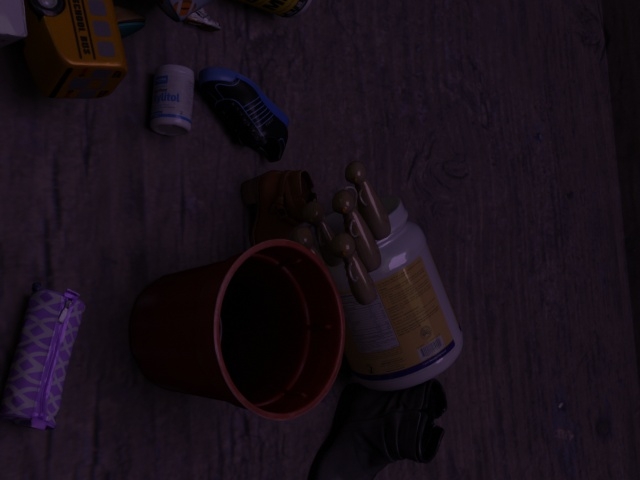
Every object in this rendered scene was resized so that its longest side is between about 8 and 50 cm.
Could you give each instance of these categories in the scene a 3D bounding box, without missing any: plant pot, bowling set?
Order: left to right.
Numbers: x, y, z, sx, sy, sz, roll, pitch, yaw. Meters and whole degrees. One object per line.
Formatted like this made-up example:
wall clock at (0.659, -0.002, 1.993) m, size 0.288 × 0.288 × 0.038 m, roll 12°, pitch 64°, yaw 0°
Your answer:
plant pot at (-0.149, 0.144, 1.488) m, size 0.272 × 0.265 × 0.272 m, roll 8°, pitch 79°, yaw -46°
bowling set at (0.000, 0.000, 1.587) m, size 0.287 × 0.200 × 0.154 m, roll -75°, pitch 145°, yaw -61°

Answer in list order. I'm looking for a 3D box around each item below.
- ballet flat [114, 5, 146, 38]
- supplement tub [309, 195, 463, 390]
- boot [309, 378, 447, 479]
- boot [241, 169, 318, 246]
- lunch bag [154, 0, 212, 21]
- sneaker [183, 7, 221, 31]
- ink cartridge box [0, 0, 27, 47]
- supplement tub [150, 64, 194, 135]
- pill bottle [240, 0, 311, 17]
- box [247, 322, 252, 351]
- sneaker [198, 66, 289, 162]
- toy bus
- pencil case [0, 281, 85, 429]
ballet flat at (-0.371, -0.340, 1.471) m, size 0.232 × 0.080 × 0.073 m, roll -38°, pitch 101°, yaw -47°
supplement tub at (0.122, 0.103, 1.844) m, size 0.241 × 0.241 × 0.331 m, roll -40°, pitch 113°, yaw -46°
boot at (0.112, 0.416, 1.788) m, size 0.118 × 0.223 × 0.338 m, roll 40°, pitch 55°, yaw -39°
boot at (-0.060, -0.035, 1.721) m, size 0.073 × 0.152 × 0.197 m, roll -37°, pitch 111°, yaw -47°
lunch bag at (-0.287, -0.507, 1.496) m, size 0.115 × 0.243 × 0.303 m, roll -34°, pitch 120°, yaw -1°
sneaker at (-0.213, -0.407, 1.701) m, size 0.083 × 0.032 × 0.036 m, roll 12°, pitch 74°, yaw -49°
ink cartridge box at (-0.504, -0.285, 1.189) m, size 0.160 × 0.219 × 0.092 m, roll -5°, pitch 87°, yaw -50°
supplement tub at (-0.253, -0.239, 1.594) m, size 0.071 × 0.071 × 0.107 m, roll 15°, pitch 71°, yaw -48°
pill bottle at (-0.116, -0.503, 1.767) m, size 0.209 × 0.119 × 0.119 m, roll 6°, pitch 79°, yaw -49°
box at (-0.097, 0.170, 1.693) m, size 0.164 × 0.021 × 0.201 m, roll 37°, pitch 53°, yaw -71°
sneaker at (-0.138, -0.229, 1.719) m, size 0.232 × 0.081 × 0.090 m, roll 33°, pitch 52°, yaw -43°
toy bus at (-0.387, -0.380, 1.367) m, size 0.130 × 0.108 × 0.332 m, roll -6°, pitch 74°, yaw -34°
pencil case at (-0.395, 0.169, 1.340) m, size 0.086 × 0.088 × 0.206 m, roll 26°, pitch 65°, yaw -42°
